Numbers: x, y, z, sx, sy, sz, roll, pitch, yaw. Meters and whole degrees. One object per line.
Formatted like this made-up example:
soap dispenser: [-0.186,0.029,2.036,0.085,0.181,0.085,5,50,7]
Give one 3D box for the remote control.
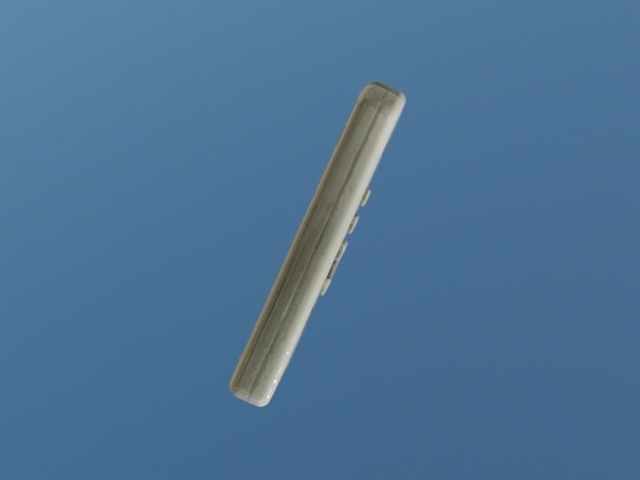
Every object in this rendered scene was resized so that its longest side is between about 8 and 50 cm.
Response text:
remote control: [0.000,0.000,0.781,0.087,0.029,0.190,-35,149,-88]
